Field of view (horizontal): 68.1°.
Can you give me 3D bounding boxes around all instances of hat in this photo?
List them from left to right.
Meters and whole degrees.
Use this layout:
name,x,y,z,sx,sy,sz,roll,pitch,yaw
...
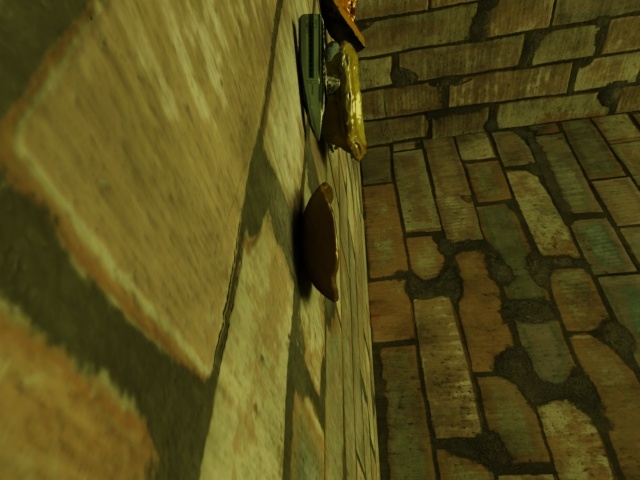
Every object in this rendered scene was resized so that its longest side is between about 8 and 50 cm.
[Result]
name,x,y,z,sx,sy,sz,roll,pitch,yaw
hat,0.012,-0.342,1.028,0.121,0.051,0.121,177,-90,-70

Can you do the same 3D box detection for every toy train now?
name,x,y,z,sx,sy,sz,roll,pitch,yaw
toy train,-0.021,-0.329,0.966,0.055,0.048,0.251,165,-76,-77

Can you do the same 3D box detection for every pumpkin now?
name,x,y,z,sx,sy,sz,roll,pitch,yaw
pumpkin,0.049,-0.820,1.699,0.169,0.148,0.311,6,69,-40

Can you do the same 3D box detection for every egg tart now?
name,x,y,z,sx,sy,sz,roll,pitch,yaw
egg tart,0.050,-0.351,1.227,0.315,0.120,0.314,-6,90,-80

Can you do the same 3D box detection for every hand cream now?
name,x,y,z,sx,sy,sz,roll,pitch,yaw
hand cream,0.037,-0.576,1.550,0.088,0.055,0.255,87,5,-49

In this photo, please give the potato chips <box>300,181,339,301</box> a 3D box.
name,x,y,z,sx,sy,sz,roll,pitch,yaw
potato chips,-0.001,0.001,0.794,0.195,0.062,0.207,74,10,-77

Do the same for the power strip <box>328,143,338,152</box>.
name,x,y,z,sx,sy,sz,roll,pitch,yaw
power strip,0.035,-0.339,1.430,0.047,0.030,0.191,68,17,-60
